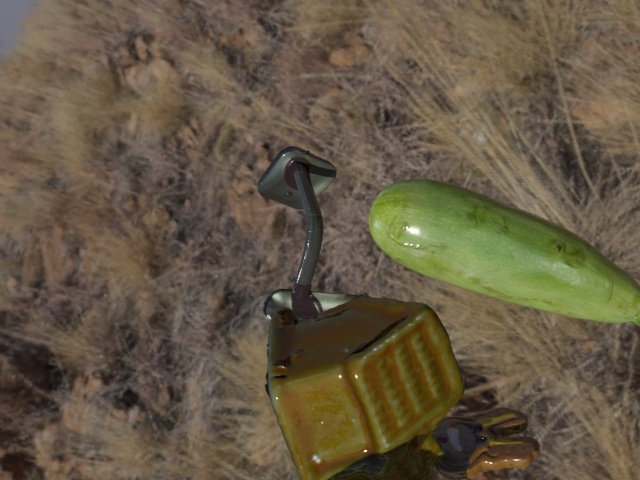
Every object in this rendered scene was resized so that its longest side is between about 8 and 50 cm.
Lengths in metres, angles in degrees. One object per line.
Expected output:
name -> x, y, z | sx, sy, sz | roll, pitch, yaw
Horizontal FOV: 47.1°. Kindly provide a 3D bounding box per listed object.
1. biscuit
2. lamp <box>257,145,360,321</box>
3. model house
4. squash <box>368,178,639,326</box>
biscuit -> 0.310, 0.437, 1.576 | 0.186, 0.295, 0.044 | -97, -7, -68
lamp -> 0.005, -0.001, 1.233 | 0.124, 0.203, 0.283 | -34, 51, 40
model house -> 0.068, 0.202, 0.950 | 0.239, 0.267, 0.173 | -19, 9, 12
squash -> 0.235, 0.020, 0.875 | 0.118, 0.371, 0.118 | 20, -90, -90
